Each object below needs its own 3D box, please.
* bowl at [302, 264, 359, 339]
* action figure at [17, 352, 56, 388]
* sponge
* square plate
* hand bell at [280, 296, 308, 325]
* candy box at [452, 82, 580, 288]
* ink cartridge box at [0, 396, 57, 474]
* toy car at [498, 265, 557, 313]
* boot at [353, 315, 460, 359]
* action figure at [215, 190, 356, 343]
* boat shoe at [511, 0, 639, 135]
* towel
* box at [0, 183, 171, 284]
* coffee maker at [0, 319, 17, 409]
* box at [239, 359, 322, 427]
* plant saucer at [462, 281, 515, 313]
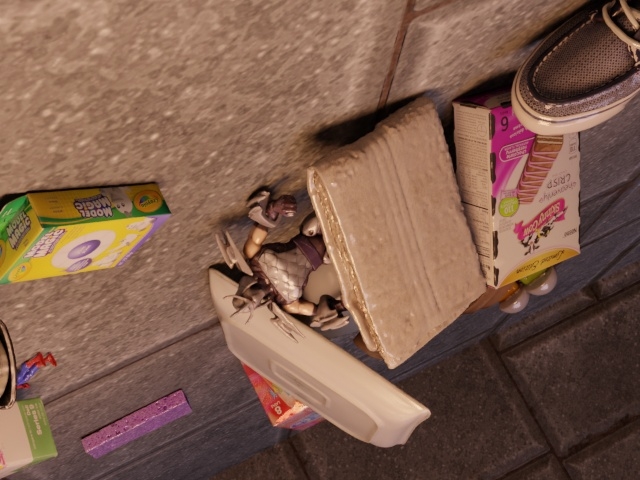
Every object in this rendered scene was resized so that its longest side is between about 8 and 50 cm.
[{"bbox_3d":[0.085,0.012,1.409,0.298,0.134,0.298,-26,164,-8],"label":"bowl"},{"bbox_3d":[-0.402,0.187,1.326,0.115,0.030,0.038,-30,168,16],"label":"action figure"},{"bbox_3d":[-0.350,0.354,1.936,0.210,0.031,0.117,-25,164,-11],"label":"sponge"},{"bbox_3d":[-0.017,0.192,1.454,0.049,0.347,0.344,-55,171,-17],"label":"square plate"},{"bbox_3d":[0.023,0.082,1.640,0.242,0.126,0.126,-47,160,14],"label":"hand bell"},{"bbox_3d":[0.250,-0.075,1.264,0.159,0.233,0.071,-20,-154,-30],"label":"candy box"},{"bbox_3d":[-0.482,0.279,1.317,0.154,0.093,0.212,-25,169,26],"label":"ink cartridge box"},{"bbox_3d":[0.397,0.048,2.091,0.182,0.159,0.136,-40,-165,35],"label":"toy car"},{"bbox_3d":[0.116,0.150,1.814,0.236,0.089,0.269,9,156,-15],"label":"boot"},{"bbox_3d":[0.000,0.000,1.197,0.285,0.185,0.099,-38,-158,-16],"label":"action figure"},{"bbox_3d":[0.353,-0.254,1.085,0.340,0.127,0.158,-35,159,-5],"label":"boat shoe"},{"bbox_3d":[0.094,-0.007,1.164,0.187,0.282,0.049,-35,-149,-29],"label":"towel"},{"bbox_3d":[-0.241,-0.007,0.960,0.179,0.043,0.105,-7,153,-49],"label":"box"},{"bbox_3d":[-0.420,0.146,0.991,0.171,0.120,0.178,-37,162,31],"label":"coffee maker"},{"bbox_3d":[-0.038,0.285,2.029,0.142,0.154,0.300,-29,165,3],"label":"box"},{"bbox_3d":[0.269,-0.013,1.489,0.278,0.041,0.278,-155,-90,-83],"label":"plant saucer"}]
